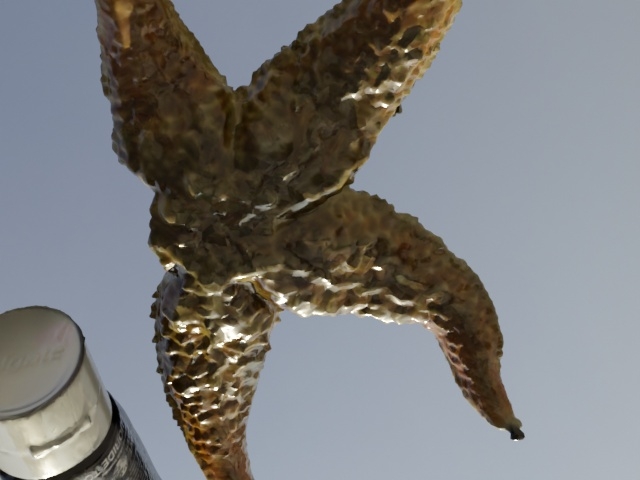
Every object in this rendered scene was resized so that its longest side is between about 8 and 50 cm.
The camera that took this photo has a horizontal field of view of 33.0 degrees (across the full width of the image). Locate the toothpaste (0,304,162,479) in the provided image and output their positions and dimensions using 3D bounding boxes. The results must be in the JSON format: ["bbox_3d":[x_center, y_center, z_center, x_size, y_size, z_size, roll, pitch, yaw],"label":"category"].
[{"bbox_3d":[-0.089,0.104,0.414,0.193,0.071,0.045,79,167,-47],"label":"toothpaste"}]

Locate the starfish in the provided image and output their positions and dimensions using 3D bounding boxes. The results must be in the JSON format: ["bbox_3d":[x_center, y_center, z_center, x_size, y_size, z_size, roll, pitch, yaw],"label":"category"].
[{"bbox_3d":[0.002,-0.001,0.382,0.050,0.138,0.247,-85,-10,-56],"label":"starfish"}]
